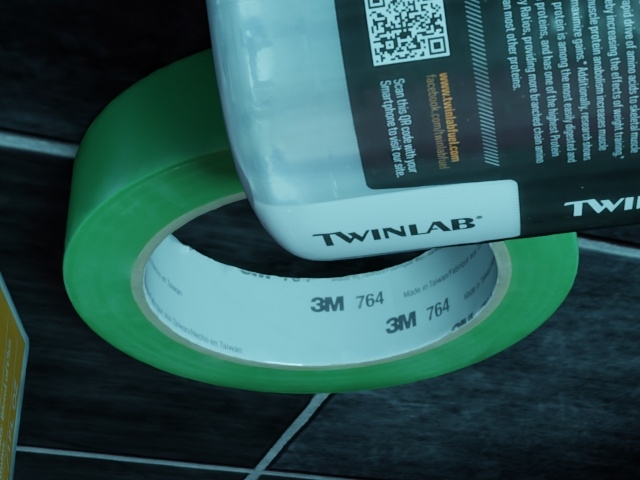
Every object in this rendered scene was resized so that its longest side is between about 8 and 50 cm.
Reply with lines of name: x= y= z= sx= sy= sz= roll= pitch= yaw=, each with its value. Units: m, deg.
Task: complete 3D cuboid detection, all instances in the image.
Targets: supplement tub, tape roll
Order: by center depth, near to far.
supplement tub: x=0.123 y=-0.102 z=0.468 sx=0.316 sy=0.193 sz=0.193 roll=-7 pitch=148 yaw=8
tape roll: x=0.000 y=0.000 z=0.732 sx=0.321 sy=0.077 sz=0.321 roll=-2 pitch=148 yaw=-1

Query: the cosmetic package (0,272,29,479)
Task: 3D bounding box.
cosmetic package: x=-0.300 y=0.056 z=0.661 sx=0.161 sy=0.230 sz=0.453 roll=-2 pitch=149 yaw=-2
